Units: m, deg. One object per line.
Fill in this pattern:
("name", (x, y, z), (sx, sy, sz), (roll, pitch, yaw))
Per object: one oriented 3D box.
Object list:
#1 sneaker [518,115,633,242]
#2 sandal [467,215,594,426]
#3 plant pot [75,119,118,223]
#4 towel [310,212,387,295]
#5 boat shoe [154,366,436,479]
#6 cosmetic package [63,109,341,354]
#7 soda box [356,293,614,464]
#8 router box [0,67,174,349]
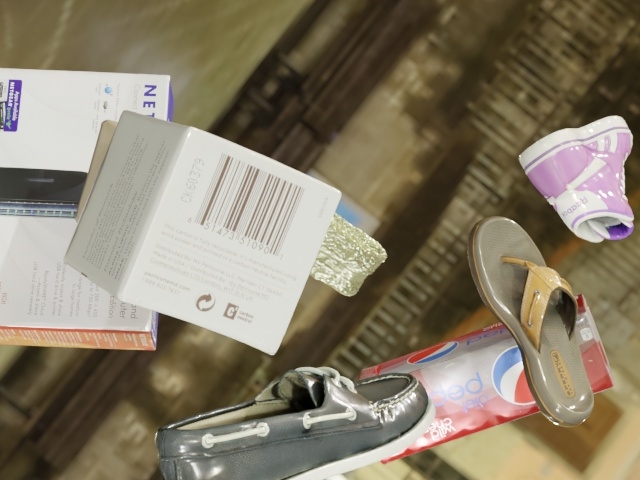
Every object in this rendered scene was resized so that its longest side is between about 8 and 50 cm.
("sneaker", (0.374, -0.073, 2.126), (0.102, 0.161, 0.282), (-40, 169, 33))
("sandal", (0.216, 0.074, 1.532), (0.090, 0.219, 0.060), (-14, 169, -38))
("plant pot", (-0.165, -0.049, 1.548), (0.096, 0.109, 0.109), (23, -83, 65))
("towel", (0.000, 0.000, 1.862), (0.027, 0.148, 0.110), (-58, -175, -38))
("boat shoe", (-0.014, 0.154, 1.338), (0.114, 0.091, 0.302), (-5, -169, 40))
("cosmetic package", (-0.106, -0.011, 1.349), (0.184, 0.151, 0.151), (20, -92, 65))
("soda box", (0.173, 0.148, 1.684), (0.263, 0.092, 0.083), (-19, -171, 10))
("router box", (-0.339, -0.042, 1.909), (0.082, 0.301, 0.335), (93, -1, -70))
